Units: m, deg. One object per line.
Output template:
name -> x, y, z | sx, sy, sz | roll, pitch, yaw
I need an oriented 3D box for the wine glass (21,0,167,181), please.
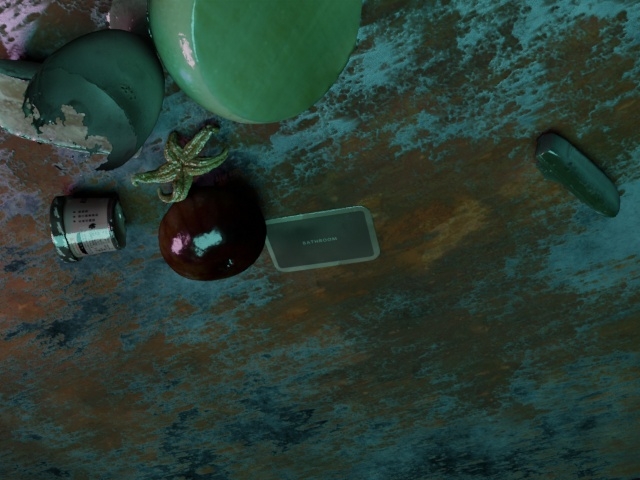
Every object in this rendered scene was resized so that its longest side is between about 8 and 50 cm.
wine glass -> -0.329, -0.274, 1.054 | 0.190, 0.357, 0.191 | 8, 137, 7

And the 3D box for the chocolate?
chocolate -> -0.488, -0.265, 1.254 | 0.303, 0.101, 0.185 | 12, 142, -4

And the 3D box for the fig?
fig -> -0.230, -0.023, 1.390 | 0.234, 0.215, 0.235 | -2, 141, -1

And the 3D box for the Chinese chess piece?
Chinese chess piece -> -0.096, -0.358, 1.007 | 0.349, 0.146, 0.350 | -26, 133, -32

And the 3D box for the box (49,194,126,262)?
box -> -0.511, -0.031, 1.441 | 0.135, 0.151, 0.151 | -6, 132, -2

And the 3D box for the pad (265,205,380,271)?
pad -> 0.000, 0.000, 1.530 | 0.266, 0.002, 0.176 | -8, 131, 11

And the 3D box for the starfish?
starfish -> -0.289, -0.158, 1.313 | 0.209, 0.150, 0.053 | -19, 159, 4

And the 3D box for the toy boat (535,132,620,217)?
toy boat -> 0.535, -0.125, 1.338 | 0.260, 0.078, 0.085 | 33, 150, -22
